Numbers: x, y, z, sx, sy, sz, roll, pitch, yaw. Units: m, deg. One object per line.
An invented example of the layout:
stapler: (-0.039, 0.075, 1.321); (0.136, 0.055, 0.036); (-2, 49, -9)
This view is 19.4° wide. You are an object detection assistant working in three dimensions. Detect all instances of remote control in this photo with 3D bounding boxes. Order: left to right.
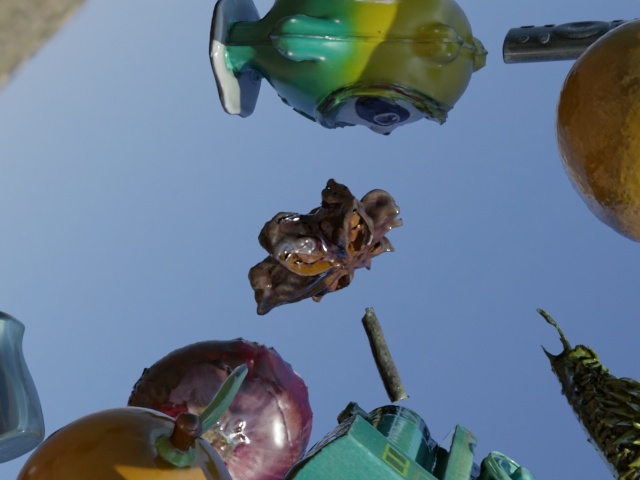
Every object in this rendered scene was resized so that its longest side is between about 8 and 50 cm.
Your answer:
remote control: (0.441, -0.278, 2.552); (0.377, 0.044, 0.107); (-2, -163, 16)

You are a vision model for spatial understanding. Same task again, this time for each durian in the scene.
durian: (0.352, 0.223, 2.008); (0.107, 0.375, 0.132); (-32, 159, 11)

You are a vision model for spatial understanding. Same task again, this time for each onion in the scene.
onion: (-0.140, 0.242, 2.523); (0.252, 0.252, 0.219); (-45, -164, 7)

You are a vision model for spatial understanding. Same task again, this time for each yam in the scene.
yam: (0.082, 0.151, 2.462); (0.027, 0.129, 0.033); (-23, 171, 23)

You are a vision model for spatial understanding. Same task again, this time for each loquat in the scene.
loquat: (0.416, -0.122, 2.237); (0.275, 0.275, 0.275); (-43, -164, 15)

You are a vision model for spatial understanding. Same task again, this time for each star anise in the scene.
star anise: (-0.004, 0.004, 2.282); (0.220, 0.099, 0.214); (-39, 153, 25)

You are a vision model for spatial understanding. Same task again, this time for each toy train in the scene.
toy train: (0.073, 0.201, 1.416); (0.120, 0.194, 0.298); (-51, 178, 10)

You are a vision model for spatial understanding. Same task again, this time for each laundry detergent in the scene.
laundry detergent: (-0.382, 0.156, 2.189); (0.097, 0.061, 0.206); (-32, -123, 25)

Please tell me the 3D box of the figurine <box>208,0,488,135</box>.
figurine: (0.042, -0.255, 2.473); (0.323, 0.340, 0.231); (2, 90, -74)

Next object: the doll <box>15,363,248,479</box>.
doll: (-0.160, 0.223, 1.655); (0.236, 0.213, 0.213); (-59, -171, 26)
